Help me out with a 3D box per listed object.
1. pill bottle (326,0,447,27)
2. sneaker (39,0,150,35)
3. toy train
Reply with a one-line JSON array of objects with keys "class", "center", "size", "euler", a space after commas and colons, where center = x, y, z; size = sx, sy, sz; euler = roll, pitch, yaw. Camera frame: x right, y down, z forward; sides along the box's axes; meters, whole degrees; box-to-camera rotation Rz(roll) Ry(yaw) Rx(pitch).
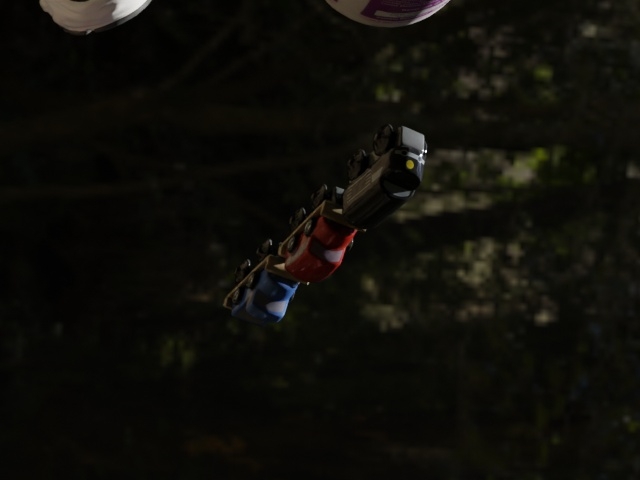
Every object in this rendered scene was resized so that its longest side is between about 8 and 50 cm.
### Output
[{"class": "pill bottle", "center": [0.078, -0.298, 1.513], "size": [0.301, 0.169, 0.169], "euler": [146, -53, -82]}, {"class": "sneaker", "center": [-0.190, -0.263, 1.160], "size": [0.271, 0.100, 0.108], "euler": [57, -9, 34]}, {"class": "toy train", "center": [0.000, 0.000, 0.781], "size": [0.158, 0.027, 0.036], "euler": [-43, -145, 47]}]
